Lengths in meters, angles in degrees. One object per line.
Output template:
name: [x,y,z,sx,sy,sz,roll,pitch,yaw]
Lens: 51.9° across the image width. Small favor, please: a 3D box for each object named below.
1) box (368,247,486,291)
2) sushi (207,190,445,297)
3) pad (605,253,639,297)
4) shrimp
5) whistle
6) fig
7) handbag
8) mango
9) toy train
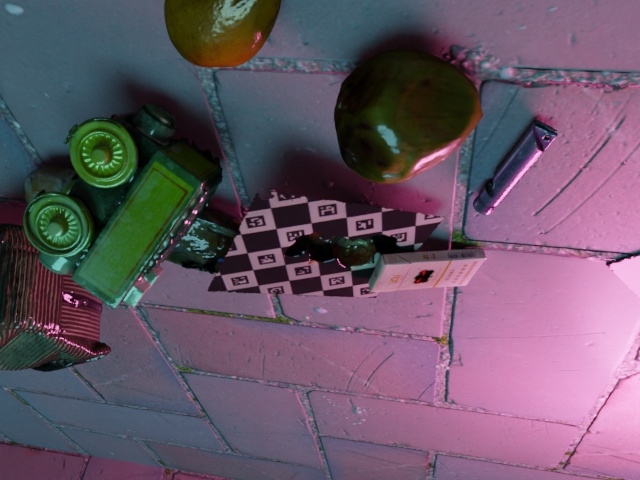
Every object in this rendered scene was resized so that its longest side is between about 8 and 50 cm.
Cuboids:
box: [0.166,0.047,1.034,0.166,0.024,0.090,-3,149,-14]
sushi: [0.000,0.000,0.986,0.289,0.050,0.264,5,145,-22]
pad: [0.573,0.071,0.999,0.245,0.006,0.170,36,141,-29]
shrimp: [-0.271,-0.012,1.078,0.445,0.110,0.221,16,152,2]
whistle: [0.247,-0.090,0.851,0.033,0.033,0.176,17,145,-6]
fig: [0.096,-0.141,0.736,0.165,0.144,0.154,-15,176,4]
handbag: [-0.523,0.108,1.179,0.340,0.247,0.240,-9,164,44]
mango: [-0.097,-0.248,0.692,0.165,0.089,0.115,-26,121,38]
toy train: [-0.265,-0.050,0.895,0.188,0.159,0.272,37,103,-7]
